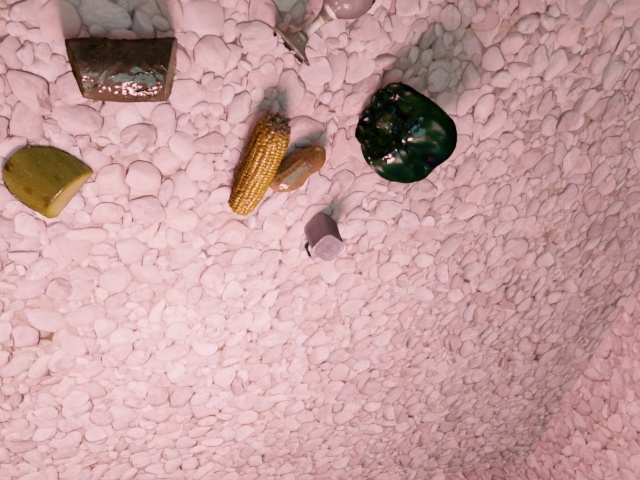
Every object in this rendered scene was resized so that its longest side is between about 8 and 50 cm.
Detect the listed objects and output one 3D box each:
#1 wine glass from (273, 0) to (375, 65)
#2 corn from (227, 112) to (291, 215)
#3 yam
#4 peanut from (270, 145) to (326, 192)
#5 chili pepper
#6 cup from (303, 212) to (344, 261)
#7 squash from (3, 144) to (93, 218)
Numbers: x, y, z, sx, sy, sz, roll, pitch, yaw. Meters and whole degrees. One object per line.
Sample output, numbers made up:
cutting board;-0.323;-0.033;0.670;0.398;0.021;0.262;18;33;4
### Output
wine glass;0.032;-0.575;1.425;0.321;0.143;0.143;-41;129;11
corn;-0.171;-0.208;1.629;0.115;0.115;0.318;10;122;-28
yam;-0.450;-0.395;1.359;0.254;0.154;0.154;-6;127;-22
peanut;-0.064;-0.204;1.695;0.194;0.083;0.093;-31;117;4
chili pepper;0.250;-0.302;1.671;0.248;0.234;0.256;-36;141;27
cup;0.000;0.000;1.849;0.095;0.129;0.128;35;110;-30
squash;-0.703;-0.140;1.481;0.192;0.085;0.184;-47;129;13
